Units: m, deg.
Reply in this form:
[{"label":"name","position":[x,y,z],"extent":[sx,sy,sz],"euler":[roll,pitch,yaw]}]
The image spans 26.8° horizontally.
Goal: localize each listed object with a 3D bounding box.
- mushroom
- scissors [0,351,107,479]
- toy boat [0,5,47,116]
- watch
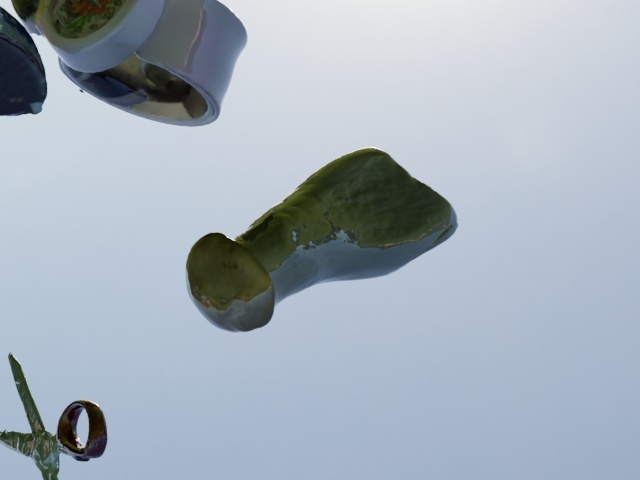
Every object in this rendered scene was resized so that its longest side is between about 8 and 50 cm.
[{"label":"mushroom","position":[0.000,0.000,1.451],"extent":[0.159,0.122,0.328],"euler":[16,-150,35]},{"label":"scissors","position":[-0.231,0.170,1.112],"extent":[0.017,0.144,0.247],"euler":[8,-169,-29]},{"label":"toy boat","position":[-0.368,-0.206,1.339],"extent":[0.114,0.262,0.115],"euler":[-38,-115,10]},{"label":"watch","position":[-0.211,-0.246,1.535],"extent":[0.244,0.231,0.196],"euler":[7,-108,35]}]
